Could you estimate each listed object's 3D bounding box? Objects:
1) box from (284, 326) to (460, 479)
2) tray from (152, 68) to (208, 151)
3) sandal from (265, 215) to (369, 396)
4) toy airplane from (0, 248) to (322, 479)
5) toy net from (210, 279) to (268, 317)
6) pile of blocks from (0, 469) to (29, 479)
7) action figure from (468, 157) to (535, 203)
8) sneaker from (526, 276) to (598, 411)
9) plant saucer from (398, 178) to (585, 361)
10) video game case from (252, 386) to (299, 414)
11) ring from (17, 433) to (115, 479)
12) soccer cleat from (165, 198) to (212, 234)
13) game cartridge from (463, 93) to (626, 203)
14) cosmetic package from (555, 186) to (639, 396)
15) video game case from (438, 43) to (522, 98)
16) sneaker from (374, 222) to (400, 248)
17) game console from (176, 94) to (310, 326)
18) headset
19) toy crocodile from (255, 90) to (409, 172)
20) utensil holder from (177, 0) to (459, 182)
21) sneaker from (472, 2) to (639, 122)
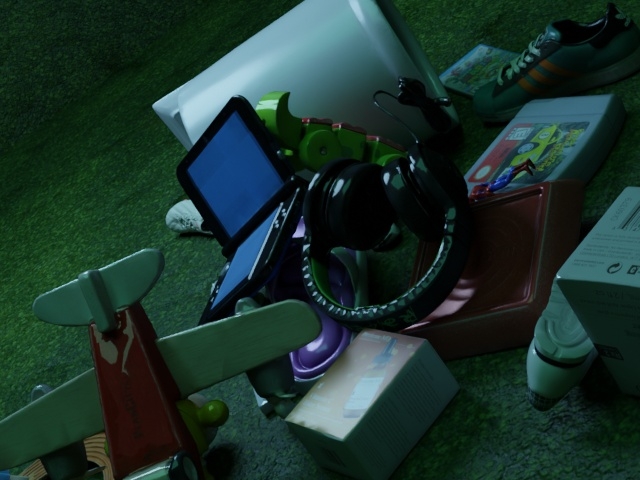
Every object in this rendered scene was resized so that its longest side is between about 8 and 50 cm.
[{"bbox_3d":[0.065,0.205,1.531,0.170,0.091,0.130,-48,28,-24],"label":"box"},{"bbox_3d":[-0.186,-0.197,2.324,0.145,0.270,0.030,-32,40,8],"label":"tray"},{"bbox_3d":[-0.013,0.059,1.789,0.169,0.102,0.416,-31,32,8],"label":"sandal"},{"bbox_3d":[-0.227,0.207,1.645,0.386,0.272,0.384,20,79,25],"label":"toy airplane"},{"bbox_3d":[-0.125,0.087,2.014,0.122,0.045,0.232,-43,26,-14],"label":"toy net"},{"bbox_3d":[-0.428,0.386,1.707,0.362,0.112,0.149,-121,44,-62],"label":"pile of blocks"},{"bbox_3d":[0.252,-0.078,1.742,0.115,0.030,0.038,-26,22,29],"label":"action figure"},{"bbox_3d":[0.297,0.106,1.429,0.090,0.095,0.235,22,35,25],"label":"sneaker"},{"bbox_3d":[0.217,0.033,1.630,0.258,0.048,0.259,-16,43,36],"label":"plant saucer"},{"bbox_3d":[-0.031,0.158,1.807,0.173,0.022,0.190,-34,26,3],"label":"video game case"},{"bbox_3d":[-0.402,0.417,1.806,0.336,0.032,0.336,-29,27,16],"label":"ring"},{"bbox_3d":[-0.229,-0.042,2.341,0.196,0.068,0.076,-11,38,36],"label":"soccer cleat"},{"bbox_3d":[0.320,-0.112,1.811,0.196,0.060,0.294,8,49,50],"label":"game cartridge"},{"bbox_3d":[0.378,0.061,1.290,0.151,0.184,0.151,-47,28,-24],"label":"cosmetic package"},{"bbox_3d":[0.289,-0.308,2.221,0.119,0.015,0.166,-39,26,-7],"label":"video game case"},{"bbox_3d":[0.075,-0.031,1.957,0.053,0.061,0.152,-38,27,-9],"label":"sneaker"},{"bbox_3d":[-0.152,-0.032,1.874,0.293,0.173,0.250,-43,21,55],"label":"game console"},{"bbox_3d":[0.111,-0.049,1.702,0.243,0.185,0.394,-9,61,33],"label":"headset"},{"bbox_3d":[0.041,-0.139,1.914,0.115,0.340,0.105,7,82,60],"label":"toy crocodile"},{"bbox_3d":[-0.007,-0.240,2.112,0.385,0.328,0.327,-31,26,12],"label":"utensil holder"},{"bbox_3d":[0.368,-0.293,1.975,0.302,0.121,0.108,-21,29,28],"label":"sneaker"}]
